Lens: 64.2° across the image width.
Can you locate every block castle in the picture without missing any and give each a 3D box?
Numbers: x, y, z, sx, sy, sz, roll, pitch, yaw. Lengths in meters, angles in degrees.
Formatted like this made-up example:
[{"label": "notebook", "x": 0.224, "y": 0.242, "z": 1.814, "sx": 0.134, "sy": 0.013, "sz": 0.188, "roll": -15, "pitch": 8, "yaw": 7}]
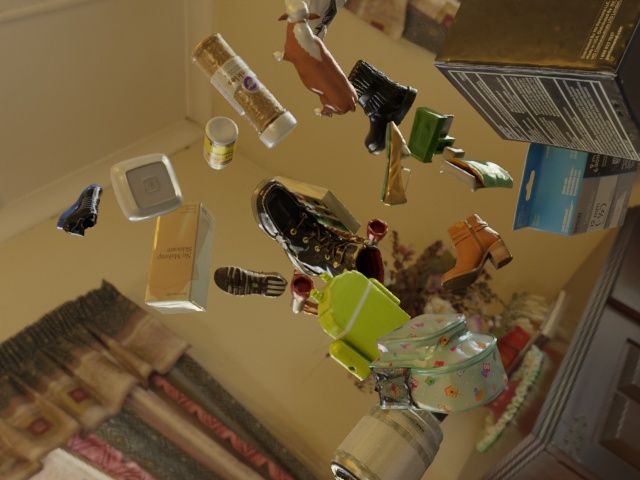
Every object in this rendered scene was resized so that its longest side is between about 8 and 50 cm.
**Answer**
[{"label": "block castle", "x": 0.070, "y": 0.077, "z": 1.932, "sx": 0.213, "sy": 0.302, "sz": 0.454, "roll": 105, "pitch": -178, "yaw": -51}]

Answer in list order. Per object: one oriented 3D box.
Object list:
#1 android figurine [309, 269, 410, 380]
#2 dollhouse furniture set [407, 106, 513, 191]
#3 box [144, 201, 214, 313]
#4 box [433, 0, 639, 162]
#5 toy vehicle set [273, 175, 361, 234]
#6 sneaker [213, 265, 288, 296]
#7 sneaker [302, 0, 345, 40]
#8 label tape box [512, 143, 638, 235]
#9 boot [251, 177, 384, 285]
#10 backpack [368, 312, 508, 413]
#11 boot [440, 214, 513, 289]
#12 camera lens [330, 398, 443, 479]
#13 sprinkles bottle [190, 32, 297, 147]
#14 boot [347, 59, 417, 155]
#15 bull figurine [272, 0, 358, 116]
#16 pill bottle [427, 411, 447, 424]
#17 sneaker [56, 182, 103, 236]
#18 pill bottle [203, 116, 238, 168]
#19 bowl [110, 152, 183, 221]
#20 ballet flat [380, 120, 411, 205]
[{"label": "android figurine", "x": 0.096, "y": 0.175, "z": 1.099, "sx": 0.056, "sy": 0.272, "sz": 0.248, "roll": -46, "pitch": 7, "yaw": 42}, {"label": "dollhouse furniture set", "x": 0.441, "y": -0.284, "z": 1.555, "sx": 0.197, "sy": 0.301, "sz": 0.152, "roll": -10, "pitch": -53, "yaw": -35}, {"label": "box", "x": -0.413, "y": 0.052, "z": 1.522, "sx": 0.121, "sy": 0.147, "sz": 0.312, "roll": 66, "pitch": -159, "yaw": -64}, {"label": "box", "x": 0.401, "y": -0.284, "z": 0.835, "sx": 0.296, "sy": 0.294, "sz": 0.183, "roll": 25, "pitch": -91, "yaw": -45}, {"label": "toy vehicle set", "x": -0.019, "y": -0.104, "z": 1.472, "sx": 0.166, "sy": 0.266, "sz": 0.035, "roll": 44, "pitch": -104, "yaw": -37}, {"label": "sneaker", "x": -0.257, "y": 0.157, "z": 1.963, "sx": 0.162, "sy": 0.281, "sz": 0.107, "roll": -20, "pitch": -60, "yaw": -80}, {"label": "sneaker", "x": -0.054, "y": -0.856, "z": 1.907, "sx": 0.366, "sy": 0.210, "sz": 0.137, "roll": -58, "pitch": 15, "yaw": 9}, {"label": "label tape box", "x": 0.696, "y": -0.148, "z": 1.380, "sx": 0.347, "sy": 0.115, "sz": 0.249, "roll": -10, "pitch": -66, "yaw": -29}, {"label": "boot", "x": 0.000, "y": 0.000, "z": 1.356, "sx": 0.138, "sy": 0.284, "sz": 0.378, "roll": -51, "pitch": -43, "yaw": -23}, {"label": "backpack", "x": 0.190, "y": 0.194, "z": 0.811, "sx": 0.165, "sy": 0.188, "sz": 0.145, "roll": -16, "pitch": -81, "yaw": -40}, {"label": "boot", "x": 0.353, "y": 0.027, "z": 1.265, "sx": 0.197, "sy": 0.152, "sz": 0.073, "roll": -23, "pitch": -33, "yaw": -11}, {"label": "camera lens", "x": 0.179, "y": 0.585, "z": 1.401, "sx": 0.274, "sy": 0.219, "sz": 0.219, "roll": -42, "pitch": -24, "yaw": -27}, {"label": "sprinkles bottle", "x": -0.228, "y": -0.446, "z": 1.535, "sx": 0.121, "sy": 0.355, "sz": 0.121, "roll": -41, "pitch": 8, "yaw": 7}, {"label": "boot", "x": 0.181, "y": -0.505, "z": 1.960, "sx": 0.348, "sy": 0.260, "sz": 0.131, "roll": 121, "pitch": 167, "yaw": -46}, {"label": "bull figurine", "x": -0.022, "y": -0.440, "z": 1.264, "sx": 0.101, "sy": 0.310, "sz": 0.188, "roll": -38, "pitch": 18, "yaw": -11}, {"label": "pill bottle", "x": 0.382, "y": 0.506, "z": 1.770, "sx": 0.363, "sy": 0.210, "sz": 0.210, "roll": -47, "pitch": -20, "yaw": -4}, {"label": "sneaker", "x": -0.774, "y": -0.099, "z": 1.703, "sx": 0.232, "sy": 0.090, "sz": 0.081, "roll": -73, "pitch": 10, "yaw": -47}, {"label": "pill bottle", "x": -0.377, "y": -0.357, "z": 1.912, "sx": 0.117, "sy": 0.117, "sz": 0.215, "roll": -47, "pitch": -5, "yaw": -27}, {"label": "bowl", "x": -0.383, "y": -0.121, "z": 1.141, "sx": 0.141, "sy": 0.053, "sz": 0.142, "roll": -22, "pitch": -80, "yaw": -28}, {"label": "ballet flat", "x": 0.201, "y": -0.198, "z": 1.333, "sx": 0.080, "sy": 0.073, "sz": 0.233, "roll": 86, "pitch": -170, "yaw": -77}]
